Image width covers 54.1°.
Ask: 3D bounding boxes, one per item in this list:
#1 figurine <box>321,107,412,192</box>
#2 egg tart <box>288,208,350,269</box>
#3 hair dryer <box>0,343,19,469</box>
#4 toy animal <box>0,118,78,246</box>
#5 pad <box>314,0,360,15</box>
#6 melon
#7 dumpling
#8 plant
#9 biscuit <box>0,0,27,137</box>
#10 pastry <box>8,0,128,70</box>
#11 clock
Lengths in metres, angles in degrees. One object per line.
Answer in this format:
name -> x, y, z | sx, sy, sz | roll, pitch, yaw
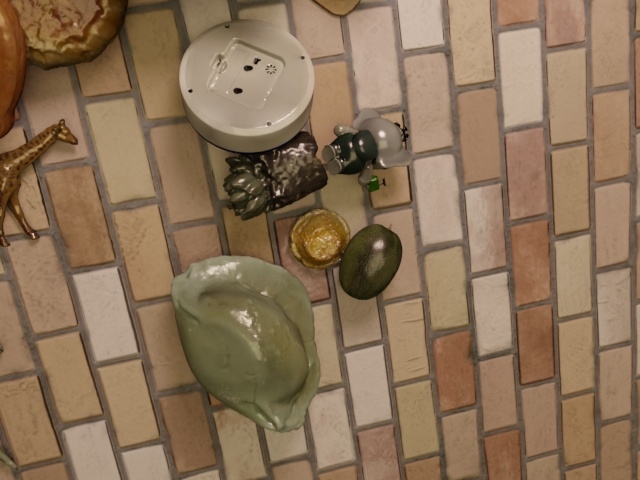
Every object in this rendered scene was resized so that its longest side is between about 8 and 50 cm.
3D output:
figurine -> 0.090, -0.176, 1.185 | 0.192, 0.126, 0.147 | -25, 81, -29
egg tart -> 0.000, 0.000, 1.249 | 0.129, 0.049, 0.128 | -2, 103, -11
hair dryer -> -0.646, 0.301, 1.200 | 0.267, 0.092, 0.229 | 34, 90, -31
toy animal -> -0.544, -0.105, 1.112 | 0.149, 0.054, 0.275 | 23, 98, -19
pad -> 0.010, -0.592, 1.112 | 0.284, 0.018, 0.286 | 31, 98, -18
melon -> 0.102, 0.039, 1.244 | 0.114, 0.114, 0.167 | 28, 98, -17
dumpling -> -0.122, 0.201, 1.196 | 0.270, 0.212, 0.320 | -17, 118, -10
plant -> -0.091, -0.124, 1.158 | 0.194, 0.129, 0.132 | -22, 106, -9
biscuit -> -0.682, -0.315, 0.951 | 0.455, 0.078, 0.349 | 1, 117, 3
pastry -> -0.435, -0.407, 1.020 | 0.257, 0.121, 0.236 | -43, 112, 0
clock -> -0.126, -0.267, 1.081 | 0.230, 0.083, 0.230 | 1, 70, -4
